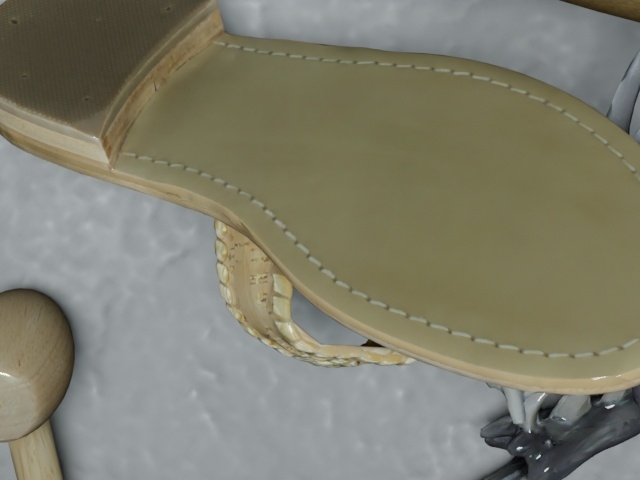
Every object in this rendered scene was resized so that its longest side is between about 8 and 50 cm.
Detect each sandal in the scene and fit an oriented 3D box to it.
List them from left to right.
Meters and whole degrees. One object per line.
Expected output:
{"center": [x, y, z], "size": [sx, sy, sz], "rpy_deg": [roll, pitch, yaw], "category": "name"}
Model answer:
{"center": [0.004, -0.004, 0.480], "size": [0.240, 0.079, 0.088], "rpy_deg": [25, 60, 32], "category": "sandal"}

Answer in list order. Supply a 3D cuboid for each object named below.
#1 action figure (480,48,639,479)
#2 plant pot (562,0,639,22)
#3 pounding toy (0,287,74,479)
{"center": [0.110, 0.091, 0.487], "size": [0.141, 0.164, 0.276], "rpy_deg": [-28, 105, -1], "category": "action figure"}
{"center": [0.043, -0.163, 0.424], "size": [0.254, 0.237, 0.237], "rpy_deg": [6, 100, 15], "category": "plant pot"}
{"center": [-0.143, 0.148, 0.495], "size": [0.155, 0.154, 0.269], "rpy_deg": [28, 99, -5], "category": "pounding toy"}
